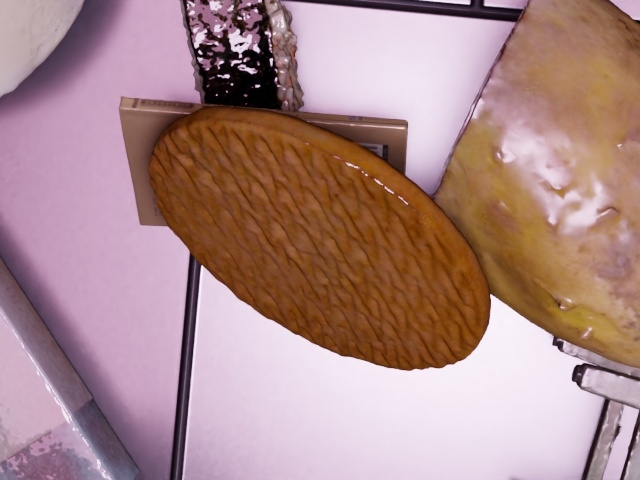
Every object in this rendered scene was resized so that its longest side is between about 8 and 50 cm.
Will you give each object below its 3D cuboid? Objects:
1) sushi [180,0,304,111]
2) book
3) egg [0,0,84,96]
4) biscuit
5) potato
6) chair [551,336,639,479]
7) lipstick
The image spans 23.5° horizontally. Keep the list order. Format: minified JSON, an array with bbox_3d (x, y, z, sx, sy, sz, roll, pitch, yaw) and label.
[{"bbox_3d":[-0.054,-0.132,1.094,0.078,0.090,0.150,-9,103,1],"label":"sushi"},{"bbox_3d":[-0.038,-0.047,1.092,0.199,0.138,0.016,5,55,4],"label":"book"},{"bbox_3d":[-0.315,-0.255,1.018,0.337,0.201,0.337,-1,78,6],"label":"egg"},{"bbox_3d":[0.000,0.000,1.043,0.262,0.262,0.037,30,62,0],"label":"biscuit"},{"bbox_3d":[0.211,-0.022,1.034,0.266,0.229,0.229,29,96,1],"label":"potato"},{"bbox_3d":[0.282,0.170,1.080,0.270,0.136,0.147,14,97,-1],"label":"chair"},{"bbox_3d":[-0.270,0.044,1.133,0.080,0.076,0.371,-33,92,6],"label":"lipstick"}]
